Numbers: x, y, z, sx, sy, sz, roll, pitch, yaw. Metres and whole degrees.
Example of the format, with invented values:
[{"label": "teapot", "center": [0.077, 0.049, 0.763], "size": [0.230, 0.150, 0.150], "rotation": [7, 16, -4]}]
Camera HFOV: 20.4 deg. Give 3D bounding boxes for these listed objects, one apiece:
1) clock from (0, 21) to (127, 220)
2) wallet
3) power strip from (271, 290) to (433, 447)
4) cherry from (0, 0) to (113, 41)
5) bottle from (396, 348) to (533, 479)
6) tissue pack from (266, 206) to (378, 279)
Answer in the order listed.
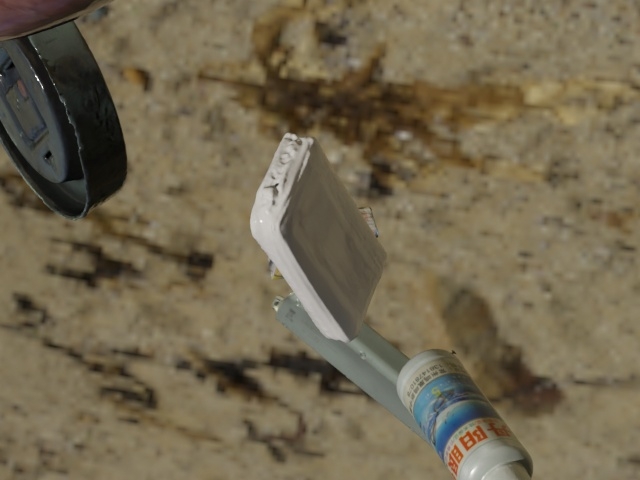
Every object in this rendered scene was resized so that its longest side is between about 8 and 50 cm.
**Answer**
[{"label": "clock", "center": [-0.288, -0.154, 1.819], "size": [0.055, 0.280, 0.280], "rotation": [-29, 177, -22]}, {"label": "wallet", "center": [0.000, 0.000, 1.348], "size": [0.033, 0.095, 0.190], "rotation": [8, 154, 27]}, {"label": "power strip", "center": [0.064, 0.123, 1.501], "size": [0.253, 0.027, 0.060], "rotation": [39, 150, 7]}, {"label": "cherry", "center": [-0.193, -0.261, 1.185], "size": [0.307, 0.261, 0.221], "rotation": [-4, 150, 37]}, {"label": "bottle", "center": [0.124, 0.161, 1.331], "size": [0.060, 0.060, 0.217], "rotation": [19, -160, -33]}, {"label": "tissue pack", "center": [0.001, 0.002, 1.486], "size": [0.083, 0.035, 0.063], "rotation": [-7, 150, -19]}]
